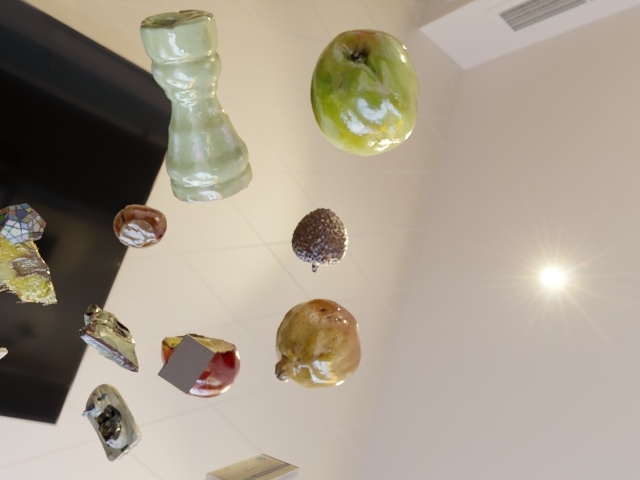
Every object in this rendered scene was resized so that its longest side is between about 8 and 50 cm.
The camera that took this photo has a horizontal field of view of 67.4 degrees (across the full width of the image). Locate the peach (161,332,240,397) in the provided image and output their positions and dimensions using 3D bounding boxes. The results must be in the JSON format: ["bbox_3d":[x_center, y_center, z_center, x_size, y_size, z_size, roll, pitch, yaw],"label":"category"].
[{"bbox_3d":[-0.494,0.482,1.948,0.281,0.338,0.281,-27,-149,18],"label":"peach"}]

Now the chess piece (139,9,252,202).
[{"bbox_3d":[-0.317,-0.339,1.229,0.234,0.234,0.442,-121,-159,-53],"label":"chess piece"}]

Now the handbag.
[{"bbox_3d":[-0.738,0.348,1.690,0.127,0.235,0.213,-42,-151,-3],"label":"handbag"}]

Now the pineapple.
[{"bbox_3d":[-0.840,0.078,1.316,0.164,0.250,0.140,-30,-155,-18],"label":"pineapple"}]

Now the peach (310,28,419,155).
[{"bbox_3d":[0.114,-0.391,1.306,0.315,0.281,0.314,88,-13,-67],"label":"peach"}]

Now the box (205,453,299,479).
[{"bbox_3d":[-0.256,0.918,1.858,0.200,0.343,0.065,4,-98,30],"label":"box"}]

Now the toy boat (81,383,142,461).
[{"bbox_3d":[-0.726,0.609,1.637,0.269,0.141,0.141,46,-68,18],"label":"toy boat"}]

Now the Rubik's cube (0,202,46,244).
[{"bbox_3d":[-0.752,-0.040,1.201,0.111,0.093,0.111,10,90,-87],"label":"Rubik's cube"}]

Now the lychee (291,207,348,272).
[{"bbox_3d":[0.000,0.000,2.218,0.275,0.275,0.304,16,-79,57],"label":"lychee"}]

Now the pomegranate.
[{"bbox_3d":[-0.032,0.439,1.977,0.410,0.410,0.410,-34,-136,39],"label":"pomegranate"}]

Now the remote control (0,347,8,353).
[{"bbox_3d":[-1.101,0.385,1.568,0.077,0.022,0.245,-37,180,-15],"label":"remote control"}]

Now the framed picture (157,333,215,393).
[{"bbox_3d":[-0.473,0.436,1.699,0.168,0.128,0.023,-56,-178,-12],"label":"framed picture"}]

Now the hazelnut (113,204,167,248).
[{"bbox_3d":[-0.544,-0.046,1.455,0.143,0.154,0.143,174,-90,-83],"label":"hazelnut"}]
